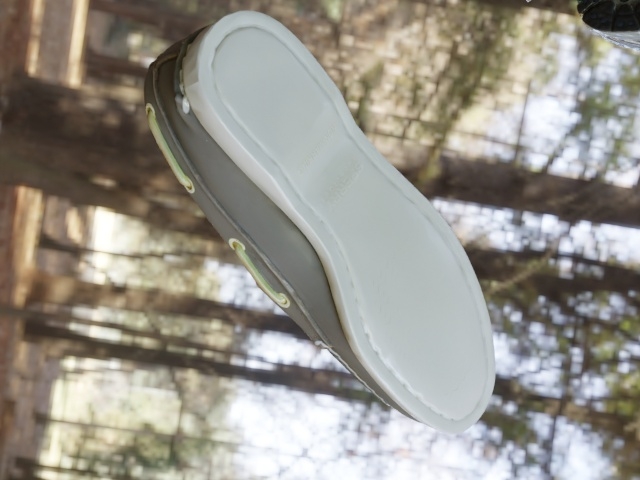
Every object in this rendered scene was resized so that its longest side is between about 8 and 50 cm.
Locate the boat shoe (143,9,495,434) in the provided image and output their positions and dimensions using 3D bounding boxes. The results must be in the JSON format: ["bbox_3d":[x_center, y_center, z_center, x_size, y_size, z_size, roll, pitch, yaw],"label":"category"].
[{"bbox_3d":[0.003,-0.003,0.822,0.091,0.305,0.109,-11,-150,52],"label":"boat shoe"}]

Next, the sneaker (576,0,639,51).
[{"bbox_3d":[0.430,-0.247,1.426,0.122,0.283,0.110,22,82,-63],"label":"sneaker"}]
